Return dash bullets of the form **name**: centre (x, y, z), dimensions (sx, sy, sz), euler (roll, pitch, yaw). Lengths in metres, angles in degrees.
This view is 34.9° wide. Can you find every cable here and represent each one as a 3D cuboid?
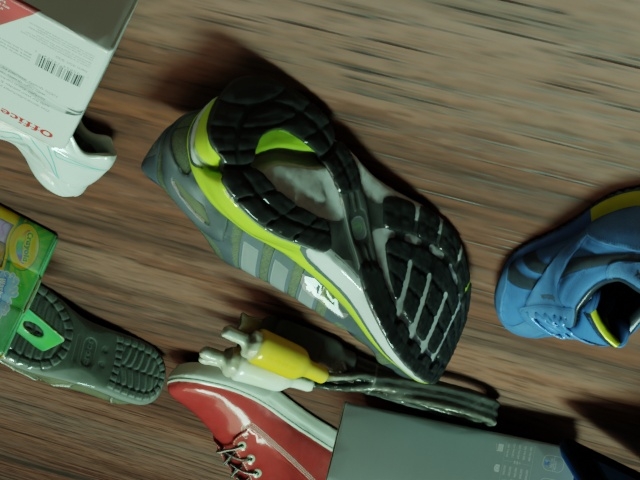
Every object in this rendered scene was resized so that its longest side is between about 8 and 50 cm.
- **cable**: centre (0.021, 0.142, 0.973), dimensions (0.287, 0.072, 0.139), euler (24, 157, -10)

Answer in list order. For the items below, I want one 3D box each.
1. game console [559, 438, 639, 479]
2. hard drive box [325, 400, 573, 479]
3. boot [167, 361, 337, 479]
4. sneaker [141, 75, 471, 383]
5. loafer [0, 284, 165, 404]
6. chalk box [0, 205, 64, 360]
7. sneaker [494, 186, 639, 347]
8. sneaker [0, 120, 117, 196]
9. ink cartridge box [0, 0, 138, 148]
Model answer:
- **game console**: centre (0.389, 0.266, 0.874), dimensions (0.293, 0.173, 0.250), euler (28, 144, -33)
- **hard drive box**: centre (0.141, 0.248, 1.044), dimensions (0.232, 0.089, 0.181), euler (9, 160, 16)
- **boot**: centre (-0.086, 0.253, 1.126), dimensions (0.244, 0.176, 0.088), euler (36, 149, -27)
- **sneaker**: centre (0.000, 0.000, 0.724), dimensions (0.121, 0.111, 0.300), euler (0, 143, 49)
- **loafer**: centre (-0.290, 0.117, 1.088), dimensions (0.251, 0.094, 0.087), euler (33, 144, -26)
- **chalk box**: centre (-0.335, 0.039, 0.941), dimensions (0.213, 0.132, 0.132), euler (30, 149, -23)
- **sneaker**: centre (0.173, 0.040, 0.696), dimensions (0.069, 0.082, 0.209), euler (22, 153, -11)
- **sneaker**: centre (-0.211, -0.092, 0.728), dimensions (0.061, 0.053, 0.152), euler (-26, 134, 33)
- **ink cartridge box**: centre (-0.180, -0.126, 0.632), dimensions (0.099, 0.056, 0.135), euler (27, 150, -15)
